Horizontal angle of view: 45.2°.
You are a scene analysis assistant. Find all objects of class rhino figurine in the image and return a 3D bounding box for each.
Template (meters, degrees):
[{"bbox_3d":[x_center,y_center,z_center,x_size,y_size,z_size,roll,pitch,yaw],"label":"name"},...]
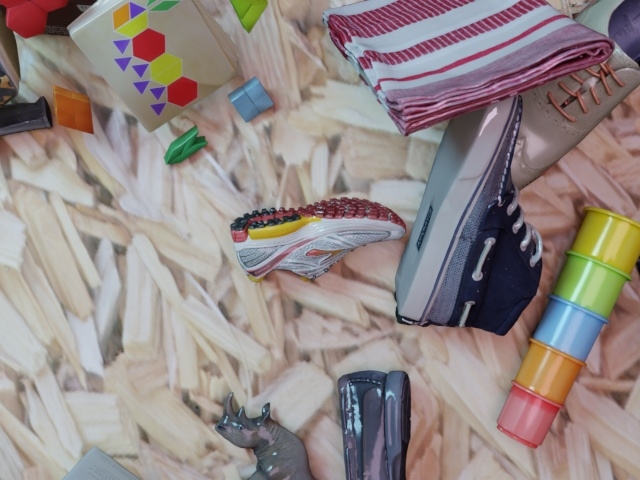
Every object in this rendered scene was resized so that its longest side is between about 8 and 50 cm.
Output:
[{"bbox_3d":[-0.060,0.303,0.987,0.106,0.073,0.243,-27,89,1],"label":"rhino figurine"}]

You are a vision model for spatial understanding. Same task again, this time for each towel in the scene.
[{"bbox_3d":[0.148,-0.246,0.899,0.237,0.329,0.037,-21,128,-3],"label":"towel"}]

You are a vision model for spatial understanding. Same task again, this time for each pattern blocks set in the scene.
[{"bbox_3d":[-0.193,-0.227,0.899,0.285,0.325,0.026,-28,49,-6],"label":"pattern blocks set"}]

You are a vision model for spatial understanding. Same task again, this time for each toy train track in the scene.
[{"bbox_3d":[0.353,-0.316,1.042,0.083,0.014,0.048,-13,90,-3],"label":"toy train track"}]

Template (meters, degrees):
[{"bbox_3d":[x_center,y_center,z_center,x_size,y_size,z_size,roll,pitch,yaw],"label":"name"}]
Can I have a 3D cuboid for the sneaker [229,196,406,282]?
[{"bbox_3d":[0.000,0.000,0.998,0.225,0.088,0.093,-8,110,-3],"label":"sneaker"}]

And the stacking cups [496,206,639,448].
[{"bbox_3d":[0.327,0.118,0.996,0.096,0.096,0.316,23,88,-2],"label":"stacking cups"}]

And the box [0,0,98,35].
[{"bbox_3d":[-0.310,-0.369,0.934,0.168,0.167,0.203,5,89,-3],"label":"box"}]

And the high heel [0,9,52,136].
[{"bbox_3d":[-0.440,-0.191,0.887,0.186,0.261,0.093,-11,63,-6],"label":"high heel"}]

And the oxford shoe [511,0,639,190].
[{"bbox_3d":[0.317,-0.203,0.969,0.140,0.146,0.397,42,92,-4],"label":"oxford shoe"}]

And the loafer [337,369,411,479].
[{"bbox_3d":[0.063,0.318,0.990,0.095,0.109,0.303,2,83,16],"label":"loafer"}]

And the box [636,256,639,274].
[{"bbox_3d":[0.593,0.171,0.910,0.211,0.293,0.396,-20,91,-3],"label":"box"}]

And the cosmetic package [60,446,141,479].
[{"bbox_3d":[-0.279,0.371,0.919,0.151,0.183,0.151,38,88,-1],"label":"cosmetic package"}]

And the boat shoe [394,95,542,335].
[{"bbox_3d":[0.210,-0.031,0.936,0.158,0.127,0.341,12,124,-8],"label":"boat shoe"}]
